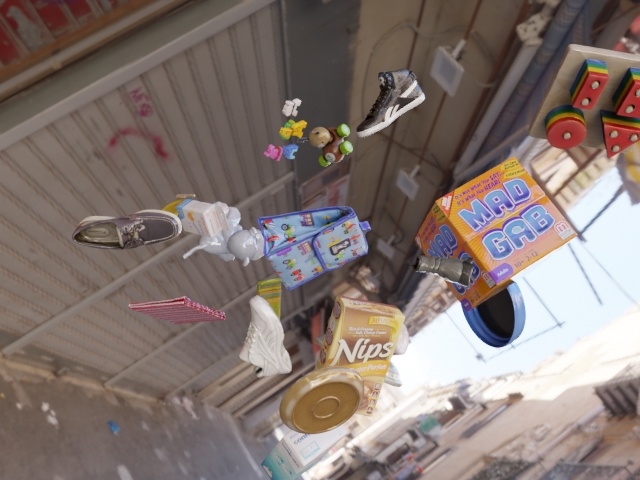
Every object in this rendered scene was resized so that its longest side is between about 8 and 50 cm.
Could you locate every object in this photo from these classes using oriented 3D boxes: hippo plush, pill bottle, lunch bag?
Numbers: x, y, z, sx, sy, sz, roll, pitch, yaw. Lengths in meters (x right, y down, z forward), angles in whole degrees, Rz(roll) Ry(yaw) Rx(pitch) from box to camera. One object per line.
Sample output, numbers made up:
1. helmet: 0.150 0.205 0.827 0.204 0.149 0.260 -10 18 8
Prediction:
1. hippo plush: -0.327 -0.026 2.317 0.237 0.234 0.294 7 -1 30
2. pill bottle: 0.193 0.331 2.029 0.180 0.108 0.108 -7 -54 31
3. lunch bag: 0.000 0.000 1.730 0.221 0.293 0.138 64 10 -56

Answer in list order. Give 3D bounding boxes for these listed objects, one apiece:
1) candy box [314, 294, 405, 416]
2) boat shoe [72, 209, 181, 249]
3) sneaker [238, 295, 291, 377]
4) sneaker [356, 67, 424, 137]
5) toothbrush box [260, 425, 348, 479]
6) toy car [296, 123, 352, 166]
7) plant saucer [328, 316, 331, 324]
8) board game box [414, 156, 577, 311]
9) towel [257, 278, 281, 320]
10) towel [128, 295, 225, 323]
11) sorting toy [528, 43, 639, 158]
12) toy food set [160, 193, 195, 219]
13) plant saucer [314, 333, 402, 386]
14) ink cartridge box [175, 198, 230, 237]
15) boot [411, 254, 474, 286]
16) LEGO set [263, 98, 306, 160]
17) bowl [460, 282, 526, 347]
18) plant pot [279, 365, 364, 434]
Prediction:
1. candy box: 0.097 0.324 1.693 0.087 0.183 0.316 -125 -130 -69
2. boat shoe: -0.515 -0.020 1.607 0.092 0.285 0.102 -83 171 -65
3. sneaker: -0.145 0.243 1.456 0.090 0.115 0.232 -139 -148 -60
4. sneaker: 0.159 -0.368 1.571 0.121 0.217 0.079 60 -16 -19
5. toothbrush box: -0.062 0.746 2.171 0.126 0.216 0.295 50 -41 19
6. toy car: 0.005 -0.394 2.421 0.155 0.188 0.148 -24 -113 43
7. plant saucer: 0.062 0.320 2.263 0.084 0.015 0.083 12 -64 25
8. board game box: 0.623 -0.013 2.225 0.356 0.356 0.356 57 -15 16
9. towel: -0.177 0.252 2.112 0.021 0.102 0.237 12 -75 45
10. towel: -0.445 0.223 1.915 0.275 0.199 0.031 43 42 -64
11. sorting toy: 0.658 -0.303 1.411 0.255 0.257 0.089 99 1 -51
12. toy food set: -0.580 -0.102 2.432 0.128 0.218 0.071 -2 -54 33
13. plant saucer: 0.173 0.464 2.489 0.401 0.100 0.400 27 -2 1
14. ink cartridge box: -0.412 -0.076 2.118 0.181 0.061 0.104 12 -49 35
15. boot: 0.341 0.069 1.695 0.161 0.083 0.246 15 2 12
16. LEGO set: -0.119 -0.351 2.008 0.087 0.093 0.227 40 -58 30
17. bowl: 0.768 0.281 2.711 0.391 0.077 0.390 167 -90 -68
18. plant pot: 0.011 0.425 1.573 0.032 0.236 0.236 57 -6 51
